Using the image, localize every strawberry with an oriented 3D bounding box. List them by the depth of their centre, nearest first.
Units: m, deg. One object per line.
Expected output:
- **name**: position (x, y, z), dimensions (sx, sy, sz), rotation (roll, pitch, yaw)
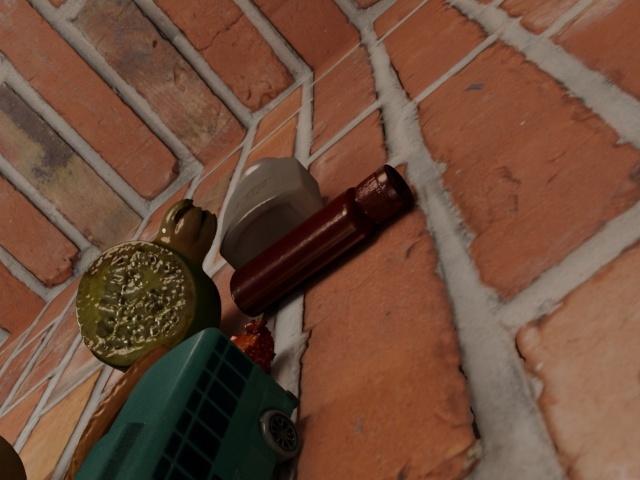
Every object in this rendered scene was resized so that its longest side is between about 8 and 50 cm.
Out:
- **strawberry**: position (-0.111, 0.166, 0.962), dimensions (0.188, 0.082, 0.121), rotation (-36, 15, -33)

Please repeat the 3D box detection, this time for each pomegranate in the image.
- **pomegranate**: position (-0.227, 0.073, 1.241), dimensions (0.190, 0.240, 0.159), rotation (-9, -14, 13)

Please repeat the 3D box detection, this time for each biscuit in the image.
- **biscuit**: position (-0.227, 0.217, 1.010), dimensions (0.220, 0.029, 0.142), rotation (-64, -18, 13)

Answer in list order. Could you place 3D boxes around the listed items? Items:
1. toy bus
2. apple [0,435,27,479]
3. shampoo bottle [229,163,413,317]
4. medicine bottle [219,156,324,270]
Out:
- **toy bus**: position (-0.121, 0.203, 0.744), dimensions (0.128, 0.147, 0.256), rotation (-37, 16, 27)
- **apple**: position (-0.522, 0.358, 1.157), dimensions (0.295, 0.233, 0.257), rotation (-8, 48, 40)
- **shampoo bottle**: position (0.000, 0.000, 1.141), dimensions (0.260, 0.064, 0.102), rotation (-35, 13, 23)
- **medicine bottle**: position (-0.076, -0.046, 1.372), dimensions (0.161, 0.111, 0.296), rotation (-40, 18, 7)
